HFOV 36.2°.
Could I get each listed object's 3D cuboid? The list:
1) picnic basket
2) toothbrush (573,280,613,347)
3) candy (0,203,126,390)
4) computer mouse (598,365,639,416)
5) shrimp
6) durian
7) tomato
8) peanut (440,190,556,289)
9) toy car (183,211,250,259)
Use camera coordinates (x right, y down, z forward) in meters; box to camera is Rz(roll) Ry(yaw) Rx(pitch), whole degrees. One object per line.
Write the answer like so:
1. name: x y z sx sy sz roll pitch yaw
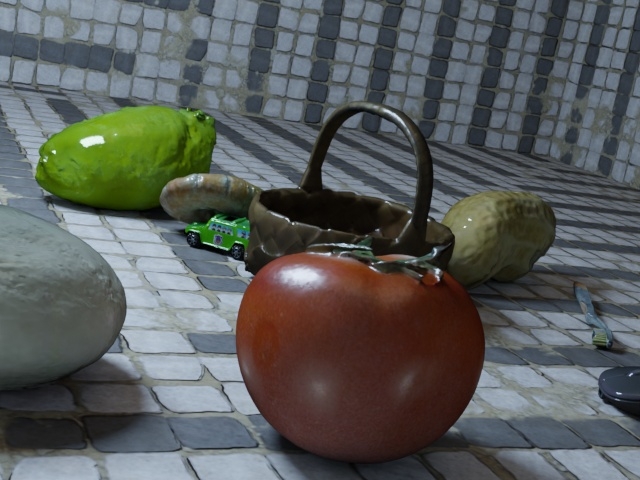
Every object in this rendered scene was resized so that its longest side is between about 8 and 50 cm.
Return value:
1. picnic basket: 0.063 -0.063 1.537 0.337 0.337 0.293 0 19 -39
2. toothbrush: 0.471 0.123 1.714 0.037 0.028 0.375 5 13 7
3. candy: -0.344 0.052 1.015 0.296 0.185 0.295 7 8 -1
4. computer mouse: 0.489 0.209 1.301 0.232 0.057 0.120 12 13 4
5. shrimp: -0.156 -0.050 1.789 0.168 0.077 0.317 -19 -29 35
6. durian: -0.376 -0.151 1.870 0.256 0.204 0.340 2 17 26
7. tomato: 0.041 0.106 1.003 0.256 0.224 0.256 7 10 -1
8. peanut: 0.322 -0.011 1.828 0.340 0.174 0.158 1 29 -49
9. toy car: -0.152 -0.009 1.688 0.165 0.062 0.071 15 14 16
